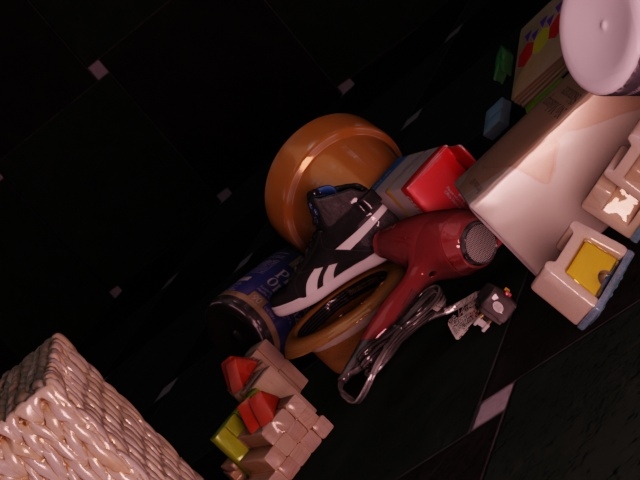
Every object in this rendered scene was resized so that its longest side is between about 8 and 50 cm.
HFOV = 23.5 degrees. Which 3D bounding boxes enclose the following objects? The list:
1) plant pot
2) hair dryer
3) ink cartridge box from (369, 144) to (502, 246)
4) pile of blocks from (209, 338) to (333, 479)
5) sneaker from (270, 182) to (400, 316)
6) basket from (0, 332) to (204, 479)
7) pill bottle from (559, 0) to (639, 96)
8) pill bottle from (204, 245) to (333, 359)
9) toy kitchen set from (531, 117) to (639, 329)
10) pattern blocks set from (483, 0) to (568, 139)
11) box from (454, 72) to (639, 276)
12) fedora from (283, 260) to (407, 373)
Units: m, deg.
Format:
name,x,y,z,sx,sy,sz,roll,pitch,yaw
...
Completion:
name,x,y,z,sx,sy,sz,roll,pitch,yaw
plant pot,0.057,-0.047,2.102,0.205,0.205,0.188,-46,41,-6
hair dryer,0.098,0.045,1.721,0.223,0.080,0.293,-28,22,12
ink cartridge box,0.151,-0.039,1.876,0.078,0.134,0.231,-46,9,-12
pile of blocks,-0.091,0.212,1.911,0.149,0.112,0.362,-45,9,0
sneaker,0.000,0.000,1.934,0.217,0.121,0.079,-32,6,27
basket,-0.293,0.312,1.711,0.266,0.331,0.328,-43,10,-1
pill bottle,0.357,-0.201,1.437,0.245,0.130,0.130,-4,-10,-26
pill bottle,-0.053,0.084,2.206,0.219,0.123,0.123,-38,4,-38
toy kitchen set,0.303,-0.025,1.366,0.166,0.122,0.207,-52,-8,-35
pattern blocks set,0.330,-0.282,2.130,0.325,0.026,0.285,-35,36,59
box,0.298,-0.113,1.614,0.311,0.121,0.148,-44,10,6
fedora,0.047,0.104,1.881,0.194,0.079,0.194,-35,11,8
